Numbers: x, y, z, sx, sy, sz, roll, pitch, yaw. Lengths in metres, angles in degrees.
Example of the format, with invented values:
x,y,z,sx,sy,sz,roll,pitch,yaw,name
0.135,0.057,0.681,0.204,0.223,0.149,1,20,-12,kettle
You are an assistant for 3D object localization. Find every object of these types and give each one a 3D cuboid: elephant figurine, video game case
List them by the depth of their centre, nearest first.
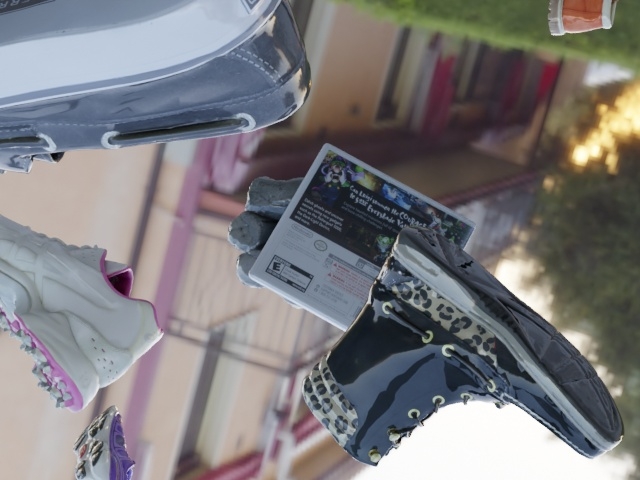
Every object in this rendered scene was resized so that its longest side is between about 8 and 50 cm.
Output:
x,y,z,sx,sy,sz,roll,pitch,yaw,name
0.046,0.011,1.408,0.190,0.173,0.022,29,167,5,video game case
0.000,0.000,1.595,0.186,0.169,0.239,18,-179,24,elephant figurine

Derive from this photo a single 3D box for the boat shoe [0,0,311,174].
x,y,z,sx,sy,sz,roll,pitch,yaw,name
-0.107,-0.058,0.467,0.228,0.076,0.080,-8,-134,24,boat shoe

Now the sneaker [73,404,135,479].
x,y,z,sx,sy,sz,roll,pitch,yaw,name
-0.265,0.269,1.621,0.071,0.068,0.170,44,-168,-20,sneaker

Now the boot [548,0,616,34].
x,y,z,sx,sy,sz,roll,pitch,yaw,name
0.342,-0.326,1.636,0.084,0.158,0.059,1,152,26,boot

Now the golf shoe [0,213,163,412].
x,y,z,sx,sy,sz,roll,pitch,yaw,name
-0.275,0.047,1.354,0.140,0.115,0.306,-31,-129,-17,golf shoe

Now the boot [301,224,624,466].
x,y,z,sx,sy,sz,roll,pitch,yaw,name
0.107,0.125,1.042,0.236,0.179,0.085,44,-157,18,boot
